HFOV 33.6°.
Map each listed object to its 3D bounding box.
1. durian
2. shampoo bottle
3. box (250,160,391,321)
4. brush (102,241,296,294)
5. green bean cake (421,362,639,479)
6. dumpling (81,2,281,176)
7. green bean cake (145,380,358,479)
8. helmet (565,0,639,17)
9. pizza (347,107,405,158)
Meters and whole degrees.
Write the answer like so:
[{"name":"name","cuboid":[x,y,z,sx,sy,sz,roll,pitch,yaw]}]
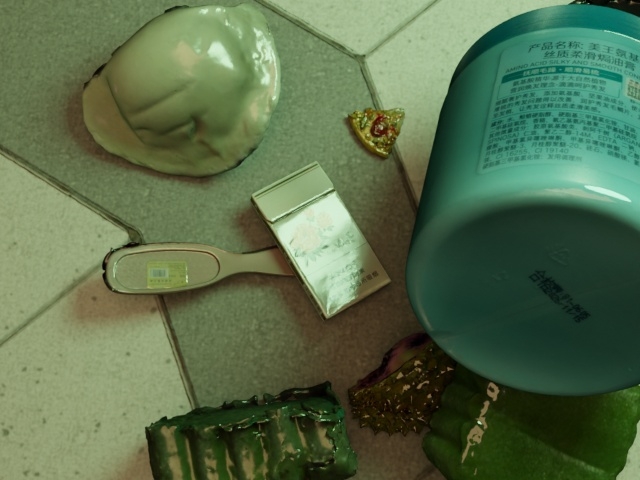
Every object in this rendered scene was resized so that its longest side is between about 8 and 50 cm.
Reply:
[{"name":"durian","cuboid":[0.126,0.189,1.384,0.186,0.108,0.119,-38,82,-6]},{"name":"shampoo bottle","cuboid":[0.284,-0.046,1.234,0.331,0.331,0.343,15,45,3]},{"name":"box","cuboid":[0.000,0.000,1.438,0.109,0.029,0.198,-29,82,-20]},{"name":"brush","cuboid":[-0.138,0.036,1.445,0.313,0.067,0.072,-4,76,-11]},{"name":"green bean cake","cuboid":[0.265,0.238,1.342,0.248,0.125,0.222,27,84,-19]},{"name":"dumpling","cuboid":[-0.178,-0.195,1.440,0.175,0.243,0.227,-37,103,-42]},{"name":"green bean cake","cuboid":[-0.082,0.256,1.310,0.241,0.255,0.132,-8,84,-4]},{"name":"helmet","cuboid":[0.402,-0.243,1.396,0.216,0.193,0.189,-5,63,1]},{"name":"pizza","cuboid":[0.084,-0.164,1.477,0.078,0.025,0.083,-43,83,-2]}]
